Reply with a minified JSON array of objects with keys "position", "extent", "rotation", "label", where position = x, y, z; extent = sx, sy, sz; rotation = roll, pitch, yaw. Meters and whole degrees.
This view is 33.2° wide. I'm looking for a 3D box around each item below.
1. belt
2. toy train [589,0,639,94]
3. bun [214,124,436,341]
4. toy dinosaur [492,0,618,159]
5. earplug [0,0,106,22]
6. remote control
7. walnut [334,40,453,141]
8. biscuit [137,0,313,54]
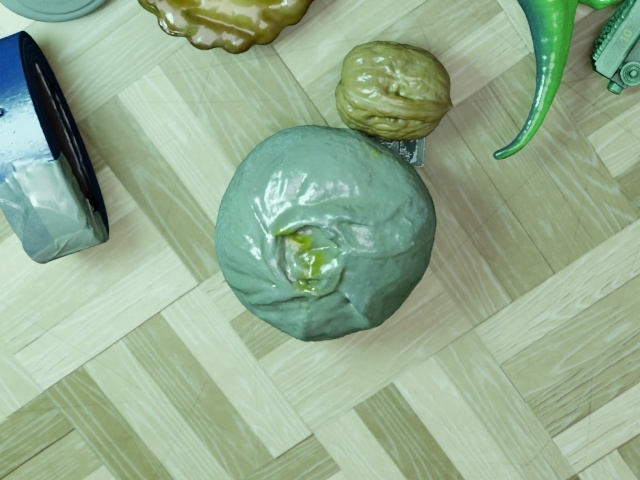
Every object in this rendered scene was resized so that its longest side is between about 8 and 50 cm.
[{"position":[-0.438,-0.141,1.647],"extent":[0.117,0.212,0.346],"rotation":[-19,99,2],"label":"belt"},{"position":[0.493,-0.317,1.690],"extent":[0.099,0.070,0.172],"rotation":[32,102,-1],"label":"toy train"},{"position":[0.000,0.000,1.671],"extent":[0.362,0.211,0.361],"rotation":[3,119,6],"label":"bun"},{"position":[0.282,-0.418,1.628],"extent":[0.375,0.144,0.500],"rotation":[34,96,-3],"label":"toy dinosaur"},{"position":[-0.420,-0.485,1.596],"extent":[0.214,0.175,0.325],"rotation":[-20,112,-7],"label":"earplug"},{"position":[0.088,-0.152,1.744],"extent":[0.162,0.029,0.061],"rotation":[2,106,-6],"label":"remote control"},{"position":[0.116,-0.228,1.661],"extent":[0.184,0.155,0.155],"rotation":[10,103,-2],"label":"walnut"},{"position":[-0.144,-0.449,1.624],"extent":[0.326,0.107,0.325],"rotation":[-2,105,-8],"label":"biscuit"}]
